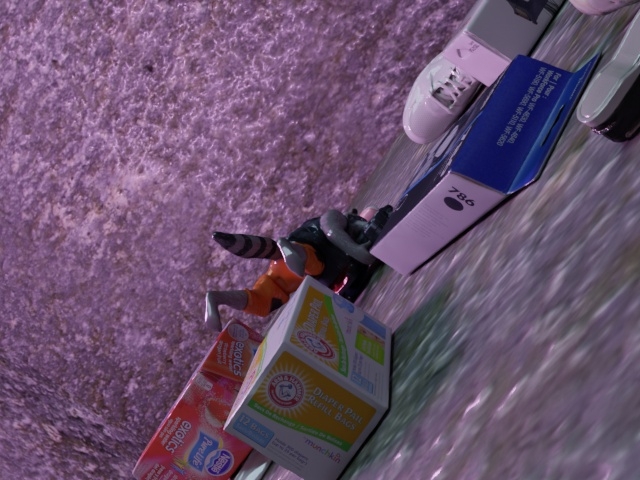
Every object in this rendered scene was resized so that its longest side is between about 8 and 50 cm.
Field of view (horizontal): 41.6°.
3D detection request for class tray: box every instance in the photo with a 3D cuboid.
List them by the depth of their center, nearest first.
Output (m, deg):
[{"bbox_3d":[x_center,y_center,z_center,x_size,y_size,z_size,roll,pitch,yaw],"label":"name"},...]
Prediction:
[{"bbox_3d":[-0.100,0.313,1.258,0.145,0.030,0.270,-58,3,-11],"label":"tray"}]

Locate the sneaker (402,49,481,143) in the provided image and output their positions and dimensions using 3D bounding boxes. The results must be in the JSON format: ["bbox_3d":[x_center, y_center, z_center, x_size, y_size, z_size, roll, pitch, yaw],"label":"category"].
[{"bbox_3d":[0.237,-0.289,1.449,0.293,0.108,0.169,-55,0,15],"label":"sneaker"}]

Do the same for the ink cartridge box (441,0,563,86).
[{"bbox_3d":[0.300,-0.365,1.274,0.237,0.100,0.172,-56,3,-1],"label":"ink cartridge box"}]

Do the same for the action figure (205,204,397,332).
[{"bbox_3d":[0.000,0.000,1.317,0.341,0.178,0.330,-50,-15,29],"label":"action figure"}]

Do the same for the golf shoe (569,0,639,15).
[{"bbox_3d":[0.304,-0.329,0.739,0.306,0.115,0.140,-56,-1,-12],"label":"golf shoe"}]

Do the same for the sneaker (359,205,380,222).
[{"bbox_3d":[0.074,0.003,1.564,0.134,0.051,0.070,-59,3,30],"label":"sneaker"}]

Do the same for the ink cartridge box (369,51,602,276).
[{"bbox_3d":[0.160,-0.081,0.904,0.165,0.065,0.333,-57,4,-24],"label":"ink cartridge box"}]

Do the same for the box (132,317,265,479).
[{"bbox_3d":[-0.148,0.252,1.192,0.257,0.122,0.128,-55,3,34],"label":"box"}]

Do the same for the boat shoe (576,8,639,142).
[{"bbox_3d":[0.220,-0.121,0.549,0.125,0.038,0.046,-57,22,12],"label":"boat shoe"}]

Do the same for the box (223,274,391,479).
[{"bbox_3d":[-0.005,0.130,0.820,0.103,0.114,0.203,-56,4,15],"label":"box"}]
